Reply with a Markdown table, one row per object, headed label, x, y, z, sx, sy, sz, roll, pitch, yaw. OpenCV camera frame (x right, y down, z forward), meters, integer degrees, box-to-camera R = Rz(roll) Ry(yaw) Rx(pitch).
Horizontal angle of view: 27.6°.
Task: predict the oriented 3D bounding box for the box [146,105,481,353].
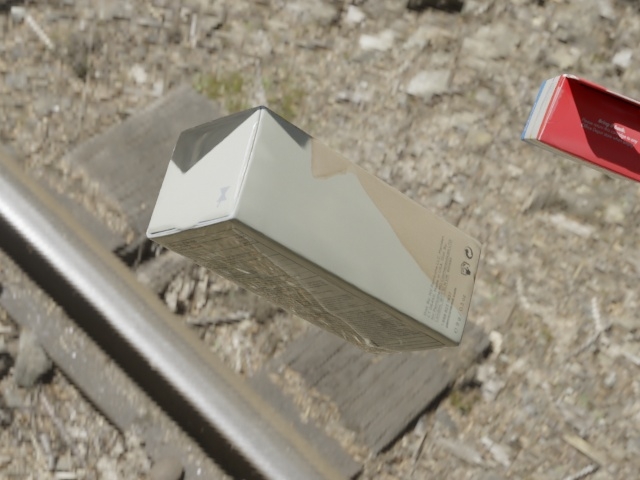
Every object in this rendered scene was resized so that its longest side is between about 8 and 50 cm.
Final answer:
| label | x | y | z | sx | sy | sz | roll | pitch | yaw |
| --- | --- | --- | --- | --- | --- | --- | --- | --- | --- |
| box | 0.000 | 0.000 | 1.299 | 0.311 | 0.148 | 0.121 | 31 | 64 | -35 |

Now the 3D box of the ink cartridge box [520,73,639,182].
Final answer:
| label | x | y | z | sx | sy | sz | roll | pitch | yaw |
| --- | --- | --- | --- | --- | --- | --- | --- | --- | --- |
| ink cartridge box | 0.303 | -0.120 | 1.419 | 0.134 | 0.078 | 0.231 | 22 | 6 | 1 |
